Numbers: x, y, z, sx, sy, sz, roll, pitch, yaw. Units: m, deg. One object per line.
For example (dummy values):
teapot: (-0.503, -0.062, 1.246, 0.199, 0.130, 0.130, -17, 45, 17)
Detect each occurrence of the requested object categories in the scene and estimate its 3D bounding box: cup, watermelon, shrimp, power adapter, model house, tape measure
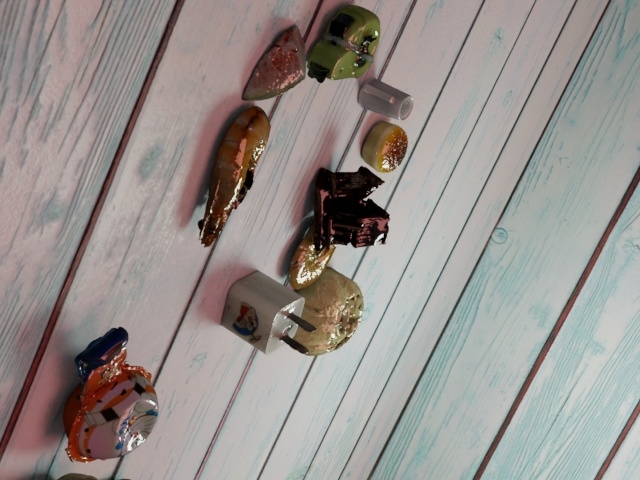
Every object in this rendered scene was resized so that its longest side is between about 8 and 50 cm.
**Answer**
cup: (0.143, -0.324, 2.037, 0.074, 0.116, 0.104, -62, 150, 0)
watermelon: (-0.075, -0.322, 1.680, 0.094, 0.081, 0.180, 45, 69, -40)
shrimp: (0.001, 0.000, 2.195, 0.267, 0.061, 0.145, -50, 146, -16)
power adapter: (-0.101, 0.177, 2.007, 0.125, 0.205, 0.130, -26, 138, -52)
model house: (0.077, -0.074, 2.093, 0.141, 0.164, 0.203, -49, 143, -53)
shrimp: (-0.165, -0.122, 1.724, 0.287, 0.063, 0.152, -68, 167, 14)
tape measure: (0.061, -0.396, 1.814, 0.177, 0.087, 0.154, -21, 135, -59)

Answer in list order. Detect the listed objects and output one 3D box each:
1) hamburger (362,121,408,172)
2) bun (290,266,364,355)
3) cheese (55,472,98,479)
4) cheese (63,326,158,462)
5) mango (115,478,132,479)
hamburger: (0.167, -0.229, 2.227, 0.127, 0.081, 0.141, -59, 156, -3)
bun: (0.020, 0.201, 2.349, 0.259, 0.152, 0.259, -48, 154, -32)
cheese: (-0.443, 0.595, 1.669, 0.115, 0.318, 0.326, -2, 168, -28)
cheese: (-0.391, 0.292, 1.651, 0.217, 0.129, 0.329, -41, 150, -39)
mango: (-0.448, 0.568, 1.915, 0.163, 0.089, 0.111, -51, 169, -43)
